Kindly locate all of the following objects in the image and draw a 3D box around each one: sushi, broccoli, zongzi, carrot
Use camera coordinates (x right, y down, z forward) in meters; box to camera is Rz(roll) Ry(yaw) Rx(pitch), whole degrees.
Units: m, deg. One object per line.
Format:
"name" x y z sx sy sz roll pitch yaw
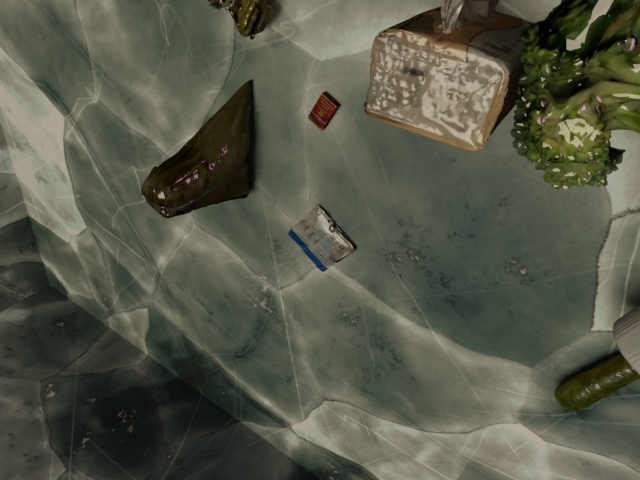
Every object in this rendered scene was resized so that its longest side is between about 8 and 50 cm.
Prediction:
"sushi" -0.216 -0.614 0.984 0.139 0.131 0.291 -36 87 45
"broccoli" 0.424 -0.222 0.557 0.338 0.317 0.277 14 157 14
"zongzi" -0.316 -0.246 1.168 0.160 0.323 0.360 36 130 21
"carrot" 0.685 0.295 0.983 0.074 0.074 0.358 40 132 7

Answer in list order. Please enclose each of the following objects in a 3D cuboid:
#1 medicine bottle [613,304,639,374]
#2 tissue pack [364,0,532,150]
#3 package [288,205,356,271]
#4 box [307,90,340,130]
"medicine bottle" 0.715 0.100 0.730 0.242 0.242 0.395 36 138 11
"tissue pack" 0.242 -0.323 0.724 0.238 0.305 0.238 20 131 25
"package" 0.000 0.000 1.301 0.171 0.027 0.173 48 134 -5
"box" 0.008 -0.323 1.085 0.051 0.023 0.082 45 134 4
